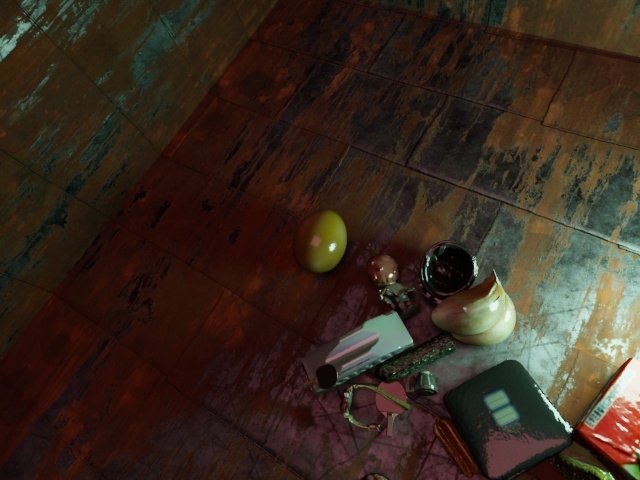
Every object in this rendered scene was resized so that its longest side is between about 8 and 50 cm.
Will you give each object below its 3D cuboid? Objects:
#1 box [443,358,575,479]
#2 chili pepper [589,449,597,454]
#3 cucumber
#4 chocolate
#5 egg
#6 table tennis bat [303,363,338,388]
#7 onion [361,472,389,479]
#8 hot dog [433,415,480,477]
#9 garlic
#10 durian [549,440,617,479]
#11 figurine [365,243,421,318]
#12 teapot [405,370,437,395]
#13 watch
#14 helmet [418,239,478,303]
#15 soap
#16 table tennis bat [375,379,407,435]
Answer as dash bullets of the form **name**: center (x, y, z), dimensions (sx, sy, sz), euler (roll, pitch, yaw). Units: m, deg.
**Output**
- **box**: center (0.684, 0.661, 1.522), dimensions (0.359, 0.091, 0.350), euler (-30, 49, 1)
- **chili pepper**: center (0.985, 0.772, 1.479), dimensions (0.083, 0.022, 0.027), euler (-25, 30, 3)
- **cucumber**: center (0.383, 0.498, 1.699), dimensions (0.359, 0.096, 0.096), euler (-28, 63, 0)
- **chocolate**: center (1.118, 0.654, 1.409), dimensions (0.360, 0.161, 0.341), euler (-43, 64, -13)
- **egg**: center (0.000, 0.000, 1.927), dimensions (0.250, 0.250, 0.323), euler (9, 59, 17)
- **table tennis bat**: center (0.000, 0.532, 1.573), dimensions (0.156, 0.013, 0.087), euler (-28, 63, 21)
- **onion**: center (0.188, 0.992, 1.520), dimensions (0.218, 0.140, 0.195), euler (-31, 70, 3)
- **hot dog**: center (0.514, 0.781, 1.561), dimensions (0.092, 0.062, 0.236), euler (-41, 66, 21)
- **garlic**: center (0.625, 0.294, 1.641), dimensions (0.313, 0.286, 0.249), euler (-36, 52, 0)
- **durian**: center (0.893, 0.777, 1.439), dimensions (0.132, 0.107, 0.375), euler (-40, 41, -16)
- **figurine**: center (0.295, 0.171, 1.842), dimensions (0.206, 0.166, 0.387), euler (-16, 56, -32)
- **teapot**: center (0.411, 0.577, 1.667), dimensions (0.124, 0.092, 0.091), euler (2, 51, 8)
- **watch**: center (0.210, 0.684, 1.658), dimensions (0.268, 0.102, 0.165), euler (21, 83, 19)
- **helmet**: center (0.547, 0.131, 1.786), dimensions (0.230, 0.160, 0.279), euler (24, 98, 10)
- **soap**: center (0.149, 0.460, 1.683), dimensions (0.446, 0.261, 0.156), euler (-27, 66, 0)
- **table tennis bat**: center (0.289, 0.686, 1.685), dimensions (0.130, 0.019, 0.221), euler (0, 66, 15)
